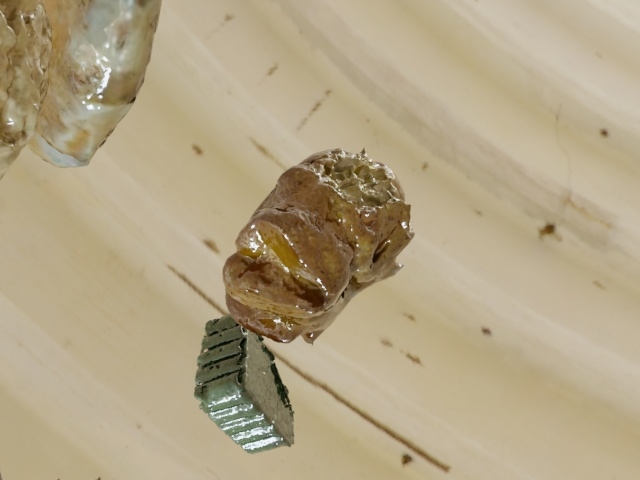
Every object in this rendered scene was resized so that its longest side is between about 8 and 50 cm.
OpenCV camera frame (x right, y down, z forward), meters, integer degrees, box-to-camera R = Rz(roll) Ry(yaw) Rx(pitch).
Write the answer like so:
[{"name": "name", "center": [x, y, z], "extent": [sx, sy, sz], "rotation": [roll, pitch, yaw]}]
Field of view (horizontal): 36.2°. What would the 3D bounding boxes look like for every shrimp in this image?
[{"name": "shrimp", "center": [-0.166, -0.206, 0.501], "extent": [0.071, 0.233, 0.365], "rotation": [-11, -109, -34]}]

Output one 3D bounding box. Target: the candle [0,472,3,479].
[{"name": "candle", "center": [-0.296, 0.174, 0.704], "extent": [0.068, 0.168, 0.192], "rotation": [-25, -159, -1]}]

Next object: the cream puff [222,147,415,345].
[{"name": "cream puff", "center": [0.000, 0.000, 1.094], "extent": [0.269, 0.241, 0.155], "rotation": [-36, -105, -27]}]

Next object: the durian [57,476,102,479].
[{"name": "durian", "center": [-0.278, 0.406, 1.028], "extent": [0.384, 0.347, 0.347], "rotation": [-9, -145, -23]}]

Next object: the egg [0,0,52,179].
[{"name": "egg", "center": [-0.147, -0.057, 0.314], "extent": [0.116, 0.118, 0.140], "rotation": [39, -114, 10]}]

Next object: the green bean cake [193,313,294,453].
[{"name": "green bean cake", "center": [-0.126, 0.250, 1.701], "extent": [0.107, 0.208, 0.193], "rotation": [-23, -141, 18]}]
